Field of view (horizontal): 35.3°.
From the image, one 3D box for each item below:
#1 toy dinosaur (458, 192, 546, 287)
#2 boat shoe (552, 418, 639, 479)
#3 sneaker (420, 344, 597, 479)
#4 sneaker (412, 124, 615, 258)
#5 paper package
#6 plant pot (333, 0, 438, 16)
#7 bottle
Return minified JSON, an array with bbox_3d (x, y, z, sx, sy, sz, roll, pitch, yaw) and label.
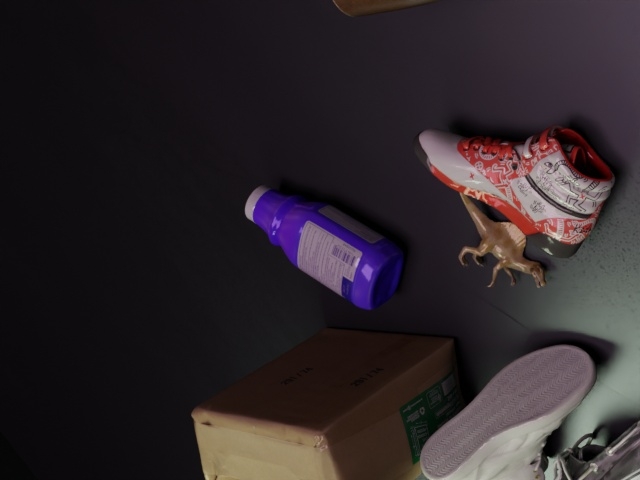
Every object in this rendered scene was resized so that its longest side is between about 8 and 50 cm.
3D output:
[{"bbox_3d":[0.244,0.003,1.426,0.183,0.053,0.092,47,121,6],"label":"toy dinosaur"},{"bbox_3d":[0.382,0.328,1.402,0.105,0.113,0.306,57,135,16],"label":"boat shoe"},{"bbox_3d":[0.303,0.273,1.466,0.292,0.169,0.108,-39,42,19],"label":"sneaker"},{"bbox_3d":[0.255,-0.108,1.319,0.270,0.090,0.145,39,132,19],"label":"sneaker"},{"bbox_3d":[0.023,0.281,1.567,0.310,0.325,0.168,0,110,45],"label":"paper package"},{"bbox_3d":[0.144,-0.381,1.220,0.231,0.215,0.215,7,116,28],"label":"plant pot"},{"bbox_3d":[0.000,0.000,1.618,0.283,0.092,0.118,31,129,30],"label":"bottle"}]
